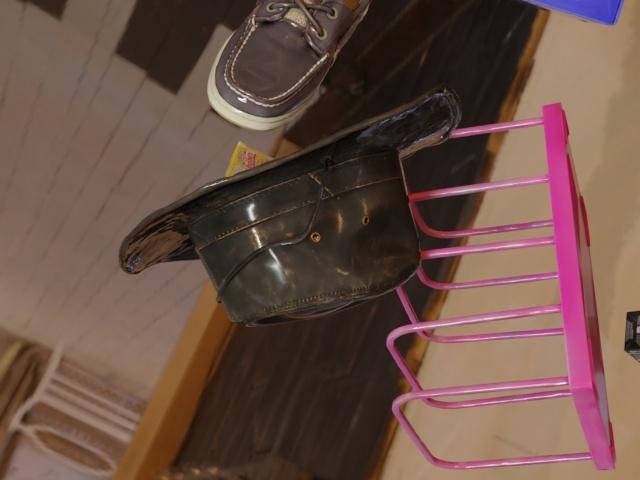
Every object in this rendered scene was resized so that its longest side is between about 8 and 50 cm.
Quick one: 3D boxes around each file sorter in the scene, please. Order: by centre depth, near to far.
[{"bbox_3d":[0.169,0.055,0.954,0.182,0.291,0.202,-8,147,17],"label":"file sorter"}]

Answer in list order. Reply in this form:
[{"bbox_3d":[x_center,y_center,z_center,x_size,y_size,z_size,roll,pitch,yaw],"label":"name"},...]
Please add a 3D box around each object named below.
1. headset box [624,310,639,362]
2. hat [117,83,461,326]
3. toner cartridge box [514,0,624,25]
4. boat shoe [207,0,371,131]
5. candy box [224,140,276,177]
[{"bbox_3d":[0.478,0.147,1.441,0.032,0.062,0.083,-10,148,40],"label":"headset box"},{"bbox_3d":[0.000,0.000,0.853,0.134,0.331,0.331,64,156,7],"label":"hat"},{"bbox_3d":[0.184,-0.361,1.082,0.348,0.165,0.075,13,-169,-16],"label":"toner cartridge box"},{"bbox_3d":[-0.016,-0.213,0.937,0.103,0.285,0.092,32,138,4],"label":"boat shoe"},{"bbox_3d":[-0.076,-0.058,1.268,0.105,0.206,0.027,25,117,-8],"label":"candy box"}]
